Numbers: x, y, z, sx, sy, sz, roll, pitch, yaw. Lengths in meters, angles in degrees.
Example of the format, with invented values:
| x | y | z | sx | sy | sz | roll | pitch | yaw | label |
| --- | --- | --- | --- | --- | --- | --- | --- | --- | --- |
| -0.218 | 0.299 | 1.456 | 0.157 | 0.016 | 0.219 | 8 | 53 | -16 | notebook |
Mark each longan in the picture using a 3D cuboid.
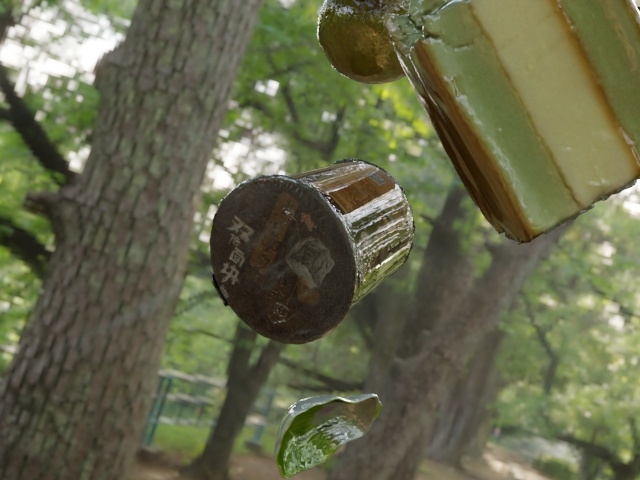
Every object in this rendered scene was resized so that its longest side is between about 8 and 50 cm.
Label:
| x | y | z | sx | sy | sz | roll | pitch | yaw | label |
| --- | --- | --- | --- | --- | --- | --- | --- | --- | --- |
| 0.072 | -0.284 | 1.624 | 0.145 | 0.155 | 0.176 | 22 | -34 | 35 | longan |

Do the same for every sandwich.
| x | y | z | sx | sy | sz | roll | pitch | yaw | label |
| --- | --- | --- | --- | --- | --- | --- | --- | --- | --- |
| 0.154 | -0.126 | 0.960 | 0.198 | 0.155 | 0.227 | 60 | 1 | -5 | sandwich |

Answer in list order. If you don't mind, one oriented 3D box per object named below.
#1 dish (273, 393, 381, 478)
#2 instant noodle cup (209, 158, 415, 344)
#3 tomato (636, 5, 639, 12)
| x | y | z | sx | sy | sz | roll | pitch | yaw | label |
| --- | --- | --- | --- | --- | --- | --- | --- | --- | --- |
| -0.001 | 0.183 | 1.289 | 0.137 | 0.091 | 0.039 | -16 | 41 | -38 | dish |
| 0.000 | 0.000 | 1.615 | 0.217 | 0.217 | 0.207 | 16 | 23 | 27 | instant noodle cup |
| 0.257 | -0.147 | 1.282 | 0.180 | 0.155 | 0.214 | 33 | -15 | -28 | tomato |
